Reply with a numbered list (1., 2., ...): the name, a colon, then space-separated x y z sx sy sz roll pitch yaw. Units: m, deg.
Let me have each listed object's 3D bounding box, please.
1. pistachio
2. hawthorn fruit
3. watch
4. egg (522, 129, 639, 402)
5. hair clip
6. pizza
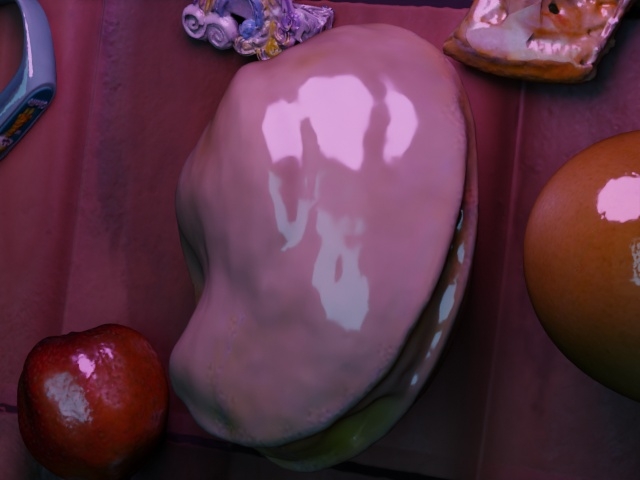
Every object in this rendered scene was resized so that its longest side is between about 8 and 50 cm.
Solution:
1. pistachio: 0.000 0.000 1.459 0.365 0.281 0.445 13 84 48
2. hawthorn fruit: -0.240 0.187 1.604 0.169 0.169 0.188 -29 77 17
3. watch: -0.403 -0.199 1.736 0.237 0.068 0.195 -46 71 17
4. egg: 0.340 0.034 1.345 0.322 0.250 0.250 26 96 10
5. hair clip: -0.072 -0.253 1.614 0.172 0.049 0.116 20 115 15
6. pizza: 0.242 -0.300 1.494 0.189 0.071 0.297 24 95 21
